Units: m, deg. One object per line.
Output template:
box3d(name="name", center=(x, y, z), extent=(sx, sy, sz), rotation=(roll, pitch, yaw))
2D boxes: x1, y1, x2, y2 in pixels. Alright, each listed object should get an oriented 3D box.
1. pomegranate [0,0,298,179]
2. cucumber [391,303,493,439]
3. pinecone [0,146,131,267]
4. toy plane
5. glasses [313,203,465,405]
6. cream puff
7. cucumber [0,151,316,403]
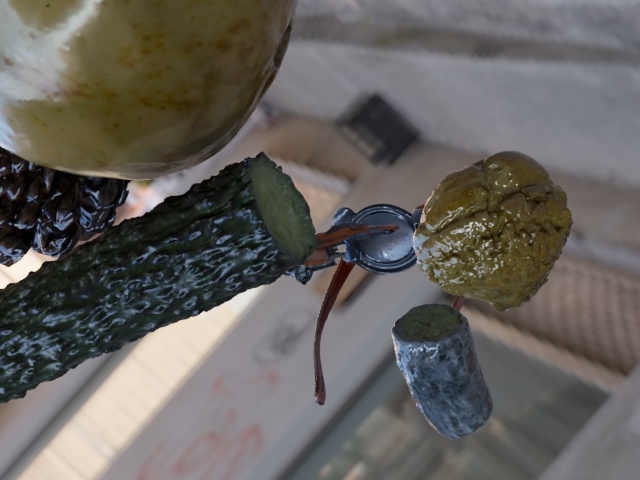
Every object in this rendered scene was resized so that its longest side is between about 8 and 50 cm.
box3d(name="pomegranate", center=(-0.181, -0.223, 1.516), extent=(0.342, 0.342, 0.342), rotation=(41, 175, 4))
box3d(name="cucumber", center=(0.097, 0.105, 1.462), extent=(0.064, 0.064, 0.112), rotation=(36, 154, 50))
box3d(name="pinecone", center=(-0.276, -0.086, 1.833), extent=(0.221, 0.221, 0.221), rotation=(41, 175, 4))
box3d(name="toy plane", center=(0.000, 0.012, 1.946), extent=(0.188, 0.062, 0.135), rotation=(0, -171, -29))
box3d(name="glasses", center=(0.090, 0.052, 2.205), extent=(0.234, 0.268, 0.118), rotation=(-13, 122, 34))
box3d(name="cream puff", center=(0.192, -0.001, 2.023), extent=(0.129, 0.189, 0.189), rotation=(61, -173, 33))
box3d(name="cucumber", center=(-0.175, 0.052, 1.424), extent=(0.096, 0.359, 0.096), rotation=(50, -156, -31))
